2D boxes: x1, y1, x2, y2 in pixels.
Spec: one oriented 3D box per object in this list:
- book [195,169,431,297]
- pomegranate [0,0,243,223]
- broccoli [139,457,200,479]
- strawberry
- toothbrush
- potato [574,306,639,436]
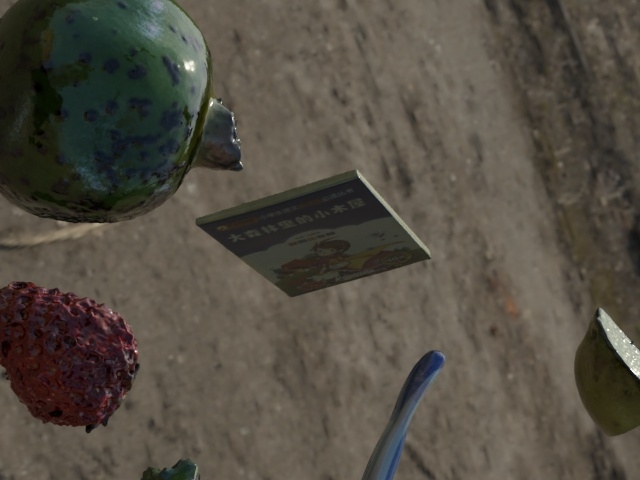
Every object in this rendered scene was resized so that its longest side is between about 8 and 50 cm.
[{"bbox_3d":[0.000,0.000,1.736,0.322,0.228,0.018,40,36,-61],"label":"book"},{"bbox_3d":[-0.198,-0.128,1.208,0.271,0.254,0.254,14,50,-10],"label":"pomegranate"},{"bbox_3d":[-0.147,0.392,1.231,0.272,0.324,0.334,36,78,-37],"label":"broccoli"},{"bbox_3d":[-0.366,0.157,1.739,0.236,0.190,0.111,37,10,-4],"label":"strawberry"},{"bbox_3d":[0.019,0.186,0.728,0.027,0.269,0.021,16,9,-20],"label":"toothbrush"},{"bbox_3d":[0.368,0.186,1.690,0.149,0.120,0.081,50,29,8],"label":"potato"}]
